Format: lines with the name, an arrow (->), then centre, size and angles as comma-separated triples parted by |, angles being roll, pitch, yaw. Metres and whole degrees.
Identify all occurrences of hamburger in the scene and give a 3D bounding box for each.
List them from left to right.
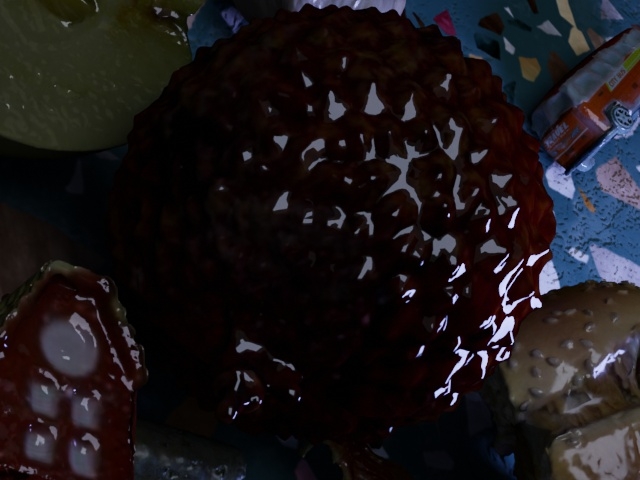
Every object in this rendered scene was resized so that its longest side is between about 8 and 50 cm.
hamburger -> 0.315, 0.175, 1.731 | 0.287, 0.445, 0.268 | -22, 73, -1

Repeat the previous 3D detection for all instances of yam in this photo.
yam -> -0.159, 0.218, 1.575 | 0.179, 0.078, 0.078 | 20, 56, -31

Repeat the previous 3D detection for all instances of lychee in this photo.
lychee -> 0.000, 0.000, 1.499 | 0.424, 0.425, 0.500 | 45, 47, -12

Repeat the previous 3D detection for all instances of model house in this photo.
model house -> -0.264, 0.143, 1.444 | 0.160, 0.196, 0.254 | 17, 57, -31

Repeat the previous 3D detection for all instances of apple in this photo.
apple -> -0.282, -0.250, 1.581 | 0.360, 0.320, 0.311 | 21, 17, -37

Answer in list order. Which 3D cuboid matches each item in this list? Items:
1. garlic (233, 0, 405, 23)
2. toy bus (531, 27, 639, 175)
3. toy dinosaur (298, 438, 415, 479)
garlic -> -0.016, -0.257, 1.894 | 0.219, 0.218, 0.212 | 11, 95, -36
toy bus -> 0.392, -0.196, 2.227 | 0.120, 0.121, 0.265 | 48, 46, 3
toy dinosaur -> -0.006, 0.223, 1.699 | 0.327, 0.113, 0.206 | 46, 20, -25
